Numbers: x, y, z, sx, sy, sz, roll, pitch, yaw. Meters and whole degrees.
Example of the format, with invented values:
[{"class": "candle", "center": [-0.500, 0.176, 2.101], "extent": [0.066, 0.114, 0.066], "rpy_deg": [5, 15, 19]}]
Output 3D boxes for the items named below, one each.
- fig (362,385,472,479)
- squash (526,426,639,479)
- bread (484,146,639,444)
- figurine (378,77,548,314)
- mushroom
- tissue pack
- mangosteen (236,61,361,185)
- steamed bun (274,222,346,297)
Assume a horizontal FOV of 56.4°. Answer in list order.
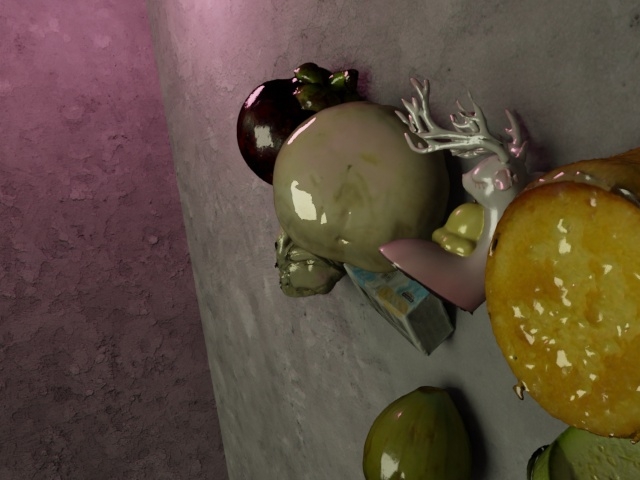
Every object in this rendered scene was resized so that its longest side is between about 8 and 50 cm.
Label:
[{"class": "fig", "center": [0.216, 0.445, 1.287], "extent": [0.239, 0.239, 0.271], "rpy_deg": [14, 82, 60]}, {"class": "squash", "center": [0.422, 0.368, 0.868], "extent": [0.220, 0.220, 0.133], "rpy_deg": [56, 148, 35]}, {"class": "bread", "center": [0.401, 0.057, 0.785], "extent": [0.398, 0.215, 0.398], "rpy_deg": [26, 119, 60]}, {"class": "figurine", "center": [0.221, -0.088, 0.981], "extent": [0.284, 0.206, 0.316], "rpy_deg": [43, 103, 35]}, {"class": "mushroom", "center": [0.082, -0.084, 1.218], "extent": [0.353, 0.353, 0.325], "rpy_deg": [110, 154, -45]}, {"class": "tissue pack", "center": [0.187, 0.107, 1.307], "extent": [0.229, 0.145, 0.159], "rpy_deg": [42, 169, 49]}, {"class": "mangosteen", "center": [-0.051, -0.266, 1.427], "extent": [0.311, 0.311, 0.311], "rpy_deg": [33, 129, 53]}, {"class": "steamed bun", "center": [0.000, 0.000, 1.534], "extent": [0.280, 0.207, 0.268], "rpy_deg": [-85, -4, -47]}]
